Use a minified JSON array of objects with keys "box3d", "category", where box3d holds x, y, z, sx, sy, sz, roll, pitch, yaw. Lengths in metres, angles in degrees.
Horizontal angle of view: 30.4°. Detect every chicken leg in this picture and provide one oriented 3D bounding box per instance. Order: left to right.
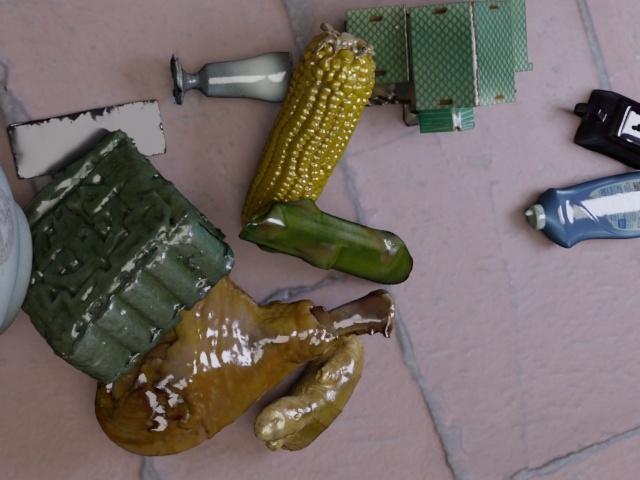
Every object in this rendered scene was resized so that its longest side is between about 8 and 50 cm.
[{"box3d":[-0.109,0.099,1.527,0.409,0.182,0.295,-16,77,-8],"category":"chicken leg"}]

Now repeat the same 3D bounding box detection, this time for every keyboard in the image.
[{"box3d":[-0.303,-0.132,1.537,0.197,0.015,0.074,-12,102,-12],"category":"keyboard"}]

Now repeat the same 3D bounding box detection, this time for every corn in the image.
[{"box3d":[-0.017,-0.125,1.525,0.106,0.106,0.305,18,112,-15],"category":"corn"}]

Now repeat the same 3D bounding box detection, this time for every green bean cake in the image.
[{"box3d":[-0.263,0.012,1.439,0.241,0.255,0.132,-46,142,1],"category":"green bean cake"}]

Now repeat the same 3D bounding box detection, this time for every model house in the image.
[{"box3d":[0.170,-0.230,1.539,0.271,0.206,0.178,-3,96,-13],"category":"model house"}]

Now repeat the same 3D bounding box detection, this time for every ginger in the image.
[{"box3d":[-0.008,0.221,1.604,0.205,0.081,0.115,-41,122,-25],"category":"ginger"}]

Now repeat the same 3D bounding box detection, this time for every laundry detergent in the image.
[{"box3d":[0.390,-0.042,1.686,0.206,0.061,0.096,-8,105,-12],"category":"laundry detergent"}]

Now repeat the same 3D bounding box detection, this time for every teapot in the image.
[{"box3d":[0.442,-0.156,1.669,0.177,0.096,0.087,21,91,-14],"category":"teapot"}]

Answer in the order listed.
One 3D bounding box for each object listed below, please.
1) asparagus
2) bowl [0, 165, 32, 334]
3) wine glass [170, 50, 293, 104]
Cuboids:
[{"box3d":[0.001,-0.001,1.522,0.082,0.085,0.343,-40,147,27],"category":"asparagus"},{"box3d":[-0.465,0.021,1.368,0.196,0.435,0.434,12,93,-45],"category":"bowl"},{"box3d":[-0.116,-0.212,1.543,0.155,0.072,0.072,-4,97,-12],"category":"wine glass"}]
